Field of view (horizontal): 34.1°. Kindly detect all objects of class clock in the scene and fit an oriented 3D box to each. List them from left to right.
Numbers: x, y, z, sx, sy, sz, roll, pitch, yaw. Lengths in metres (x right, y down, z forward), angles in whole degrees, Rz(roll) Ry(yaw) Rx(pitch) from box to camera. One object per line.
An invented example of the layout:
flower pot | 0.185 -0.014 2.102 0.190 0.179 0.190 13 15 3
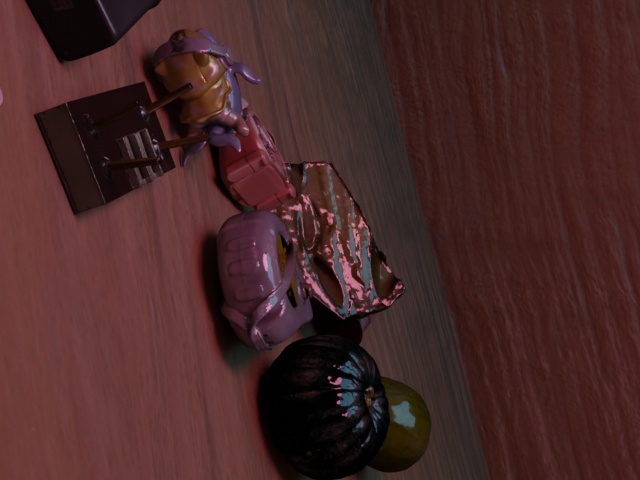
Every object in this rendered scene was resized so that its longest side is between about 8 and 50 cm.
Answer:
clock | -0.121 -0.142 1.682 0.166 0.093 0.162 49 18 -56

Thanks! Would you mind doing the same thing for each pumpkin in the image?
pumpkin | 0.009 0.246 1.551 0.220 0.162 0.220 40 42 -49

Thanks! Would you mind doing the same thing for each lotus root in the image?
lotus root | 0.001 0.001 1.827 0.142 0.210 0.314 132 -58 -65

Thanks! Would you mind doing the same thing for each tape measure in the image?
tape measure | -0.084 0.054 1.508 0.236 0.120 0.197 -29 107 -80

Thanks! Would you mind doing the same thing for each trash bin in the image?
trash bin | -0.285 -0.340 1.290 0.236 0.101 0.176 -75 147 -58

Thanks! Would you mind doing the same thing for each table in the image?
table | -0.220 -0.127 1.248 0.240 0.111 0.121 -52 124 -72

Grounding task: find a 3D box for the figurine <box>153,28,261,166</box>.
figurine | -0.167 -0.215 1.515 0.184 0.128 0.208 39 41 -61

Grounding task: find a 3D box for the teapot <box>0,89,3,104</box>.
teapot | -0.338 -0.075 0.706 0.299 0.166 0.208 -89 170 -75

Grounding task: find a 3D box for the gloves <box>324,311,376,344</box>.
gloves | 0.057 0.101 1.969 0.145 0.126 0.241 58 29 -25

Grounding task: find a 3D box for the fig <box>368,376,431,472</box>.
fig | 0.109 0.310 1.839 0.233 0.167 0.167 67 14 -49
